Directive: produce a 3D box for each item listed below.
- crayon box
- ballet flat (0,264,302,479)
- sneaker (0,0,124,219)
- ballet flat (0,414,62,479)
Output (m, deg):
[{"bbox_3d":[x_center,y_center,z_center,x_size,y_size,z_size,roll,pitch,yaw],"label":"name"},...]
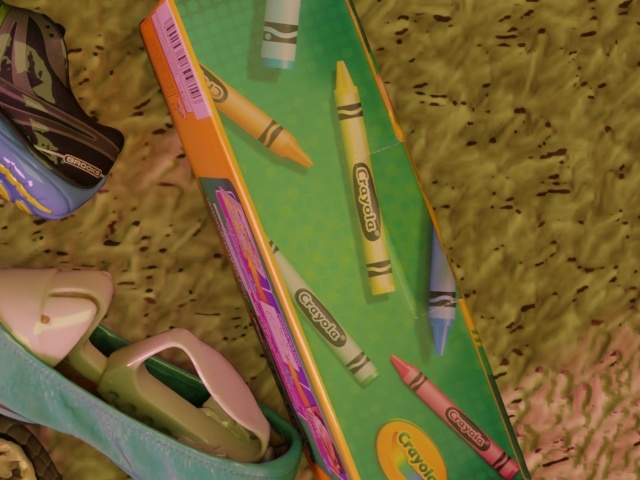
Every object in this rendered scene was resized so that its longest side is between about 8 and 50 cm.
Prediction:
[{"bbox_3d":[0.000,0.000,0.741,0.081,0.165,0.278,-22,97,-9],"label":"crayon box"},{"bbox_3d":[-0.111,0.063,0.761,0.247,0.083,0.087,34,111,-16],"label":"ballet flat"},{"bbox_3d":[-0.174,-0.098,0.762,0.078,0.067,0.188,-43,98,-27],"label":"sneaker"},{"bbox_3d":[-0.153,0.210,0.730,0.084,0.058,0.249,-3,84,-17],"label":"ballet flat"}]
